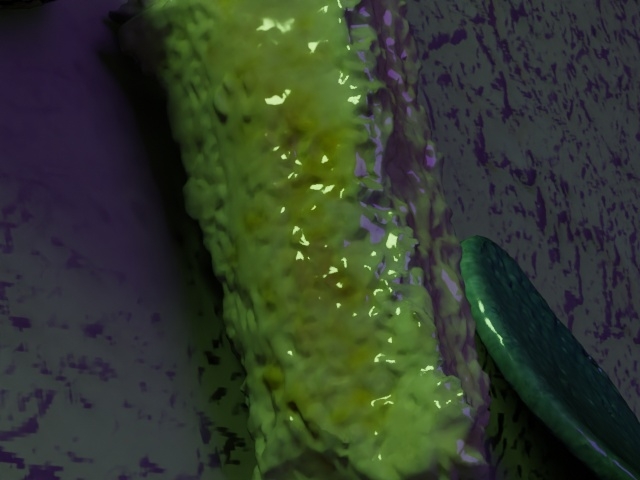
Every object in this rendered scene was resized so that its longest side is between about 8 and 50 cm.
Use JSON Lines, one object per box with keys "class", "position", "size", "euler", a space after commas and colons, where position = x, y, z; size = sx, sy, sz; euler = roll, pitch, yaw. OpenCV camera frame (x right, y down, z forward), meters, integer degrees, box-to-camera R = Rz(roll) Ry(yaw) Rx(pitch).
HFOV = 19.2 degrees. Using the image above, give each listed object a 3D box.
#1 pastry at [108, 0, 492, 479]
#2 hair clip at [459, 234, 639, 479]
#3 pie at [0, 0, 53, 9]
{"class": "pastry", "position": [0.004, -0.004, 0.754], "size": [0.089, 0.121, 0.258], "euler": [4, 62, -51]}
{"class": "hair clip", "position": [0.258, 0.168, 0.891], "size": [0.318, 0.238, 0.392], "euler": [37, 36, -40]}
{"class": "pie", "position": [-0.143, -0.171, 0.718], "size": [0.193, 0.079, 0.163], "euler": [52, 20, -14]}
